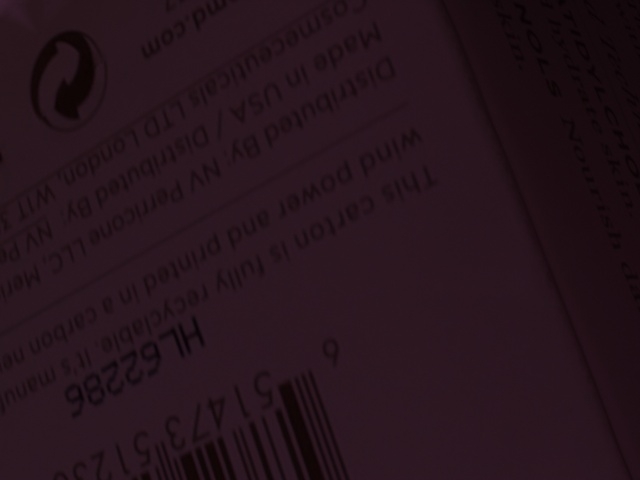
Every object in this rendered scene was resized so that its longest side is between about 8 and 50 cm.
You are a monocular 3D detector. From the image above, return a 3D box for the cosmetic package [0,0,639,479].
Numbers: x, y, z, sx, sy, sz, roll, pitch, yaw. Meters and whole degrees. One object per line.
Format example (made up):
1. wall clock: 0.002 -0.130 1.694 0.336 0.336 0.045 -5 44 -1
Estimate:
1. cosmetic package: 0.040 0.051 0.701 0.329 0.327 0.394 -29 163 28
